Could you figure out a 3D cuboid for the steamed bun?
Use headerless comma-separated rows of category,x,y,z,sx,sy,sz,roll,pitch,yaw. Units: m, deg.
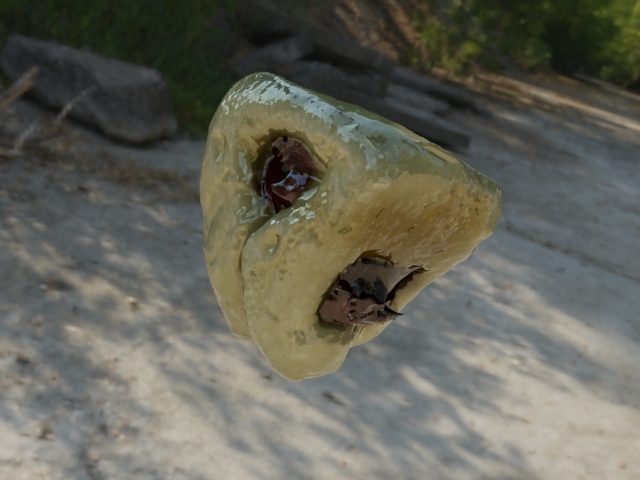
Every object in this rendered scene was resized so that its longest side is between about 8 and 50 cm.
steamed bun,0.000,0.000,0.643,0.141,0.155,0.172,21,5,-43
